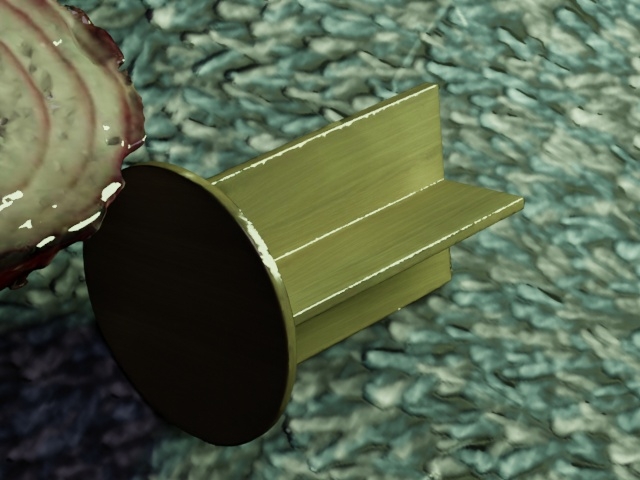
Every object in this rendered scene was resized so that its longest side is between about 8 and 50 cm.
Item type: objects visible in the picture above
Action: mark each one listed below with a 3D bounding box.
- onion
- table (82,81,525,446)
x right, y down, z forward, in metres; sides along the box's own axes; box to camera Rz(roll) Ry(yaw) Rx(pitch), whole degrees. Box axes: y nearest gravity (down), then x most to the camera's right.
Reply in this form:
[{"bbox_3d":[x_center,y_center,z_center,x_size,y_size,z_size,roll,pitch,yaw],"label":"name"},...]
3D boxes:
[{"bbox_3d":[-0.240,-0.040,1.043,0.280,0.146,0.314,2,42,-21],"label":"onion"},{"bbox_3d":[0.000,0.000,1.128,0.227,0.167,0.167,-26,74,-40],"label":"table"}]
